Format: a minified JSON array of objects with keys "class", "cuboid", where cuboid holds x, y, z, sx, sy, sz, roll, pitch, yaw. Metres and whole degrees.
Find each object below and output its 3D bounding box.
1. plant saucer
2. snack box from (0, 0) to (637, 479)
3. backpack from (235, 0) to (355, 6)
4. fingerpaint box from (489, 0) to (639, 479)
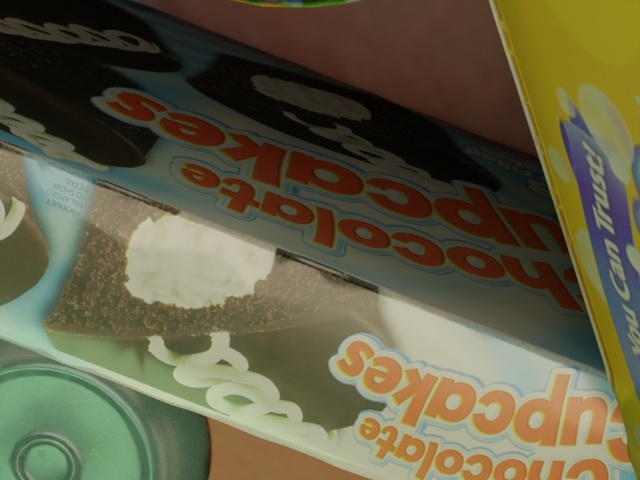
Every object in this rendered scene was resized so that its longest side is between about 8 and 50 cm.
[{"class":"plant saucer","cuboid":[-0.102,0.082,0.700,0.119,0.021,0.119,2,110,6]},{"class":"snack box","cuboid":[0.000,0.000,0.572,0.322,0.187,0.060,21,110,-2]},{"class":"backpack","cuboid":[0.053,-0.222,0.477,0.356,0.273,0.290,-30,110,28]},{"class":"fingerpaint box","cuboid":[0.263,0.007,0.422,0.371,0.163,0.444,-30,121,-16]}]
